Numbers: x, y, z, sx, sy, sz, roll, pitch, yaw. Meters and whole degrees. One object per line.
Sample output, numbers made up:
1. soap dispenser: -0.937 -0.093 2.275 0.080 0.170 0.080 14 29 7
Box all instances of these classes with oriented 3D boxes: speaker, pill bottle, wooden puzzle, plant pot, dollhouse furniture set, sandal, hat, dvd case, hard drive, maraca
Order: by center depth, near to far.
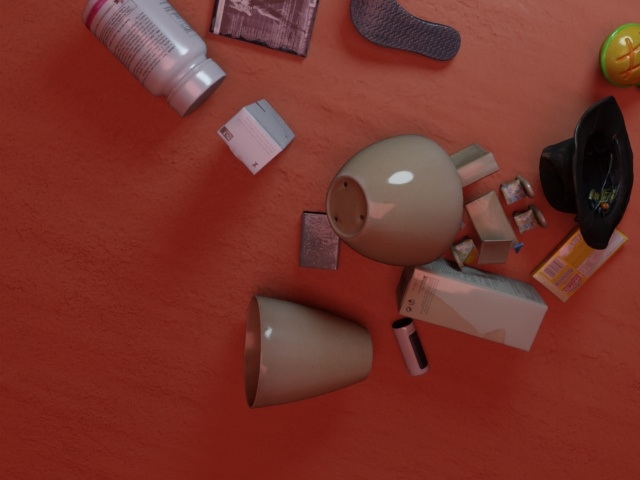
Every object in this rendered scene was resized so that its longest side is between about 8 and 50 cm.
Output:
1. plant pot: 0.123 -0.077 1.330 0.190 0.284 0.284 -8 111 -40
2. maraca: 0.656 -0.378 1.339 0.185 0.099 0.127 12 111 -27
3. pill bottle: -0.345 -0.409 1.355 0.160 0.160 0.283 -41 99 13
4. hat: 0.549 -0.146 1.365 0.133 0.331 0.332 11 112 43
5. sandal: 0.175 -0.451 1.374 0.254 0.054 0.097 21 114 -13
6. dvd case: -0.118 -0.505 1.388 0.221 0.018 0.165 14 107 -1
7. dollhouse furniture set: 0.358 -0.074 1.407 0.212 0.161 0.242 -27 103 10
8. wooden puzzle: 0.382 0.024 1.417 0.116 0.014 0.079 4 129 -12
9. plant pot: -0.027 0.260 1.504 0.273 0.256 0.257 3 107 -14
10. hard drive: 0.000 0.000 1.522 0.094 0.022 0.135 5 106 2
11. speaker: 0.220 0.258 1.567 0.055 0.055 0.136 -18 103 8

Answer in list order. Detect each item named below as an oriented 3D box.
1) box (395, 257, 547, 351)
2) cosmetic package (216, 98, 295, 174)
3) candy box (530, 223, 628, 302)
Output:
1. box: 0.340 0.135 1.478 0.310 0.148 0.121 17 107 0
2. cosmetic package: -0.129 -0.224 1.357 0.085 0.231 0.117 -40 101 13
3. candy box: 0.600 0.038 1.494 0.105 0.027 0.206 38 105 -10
